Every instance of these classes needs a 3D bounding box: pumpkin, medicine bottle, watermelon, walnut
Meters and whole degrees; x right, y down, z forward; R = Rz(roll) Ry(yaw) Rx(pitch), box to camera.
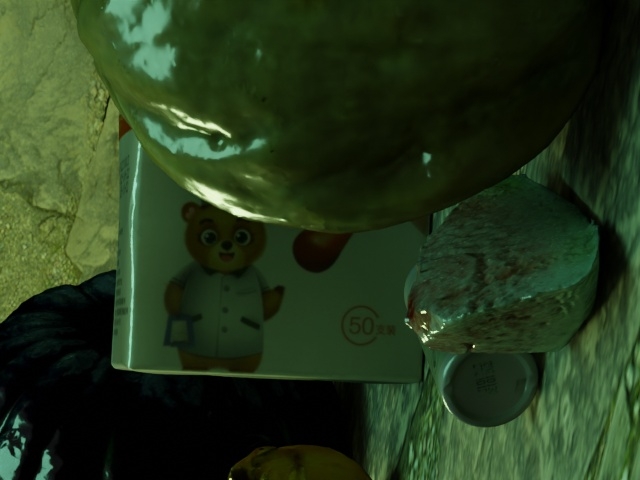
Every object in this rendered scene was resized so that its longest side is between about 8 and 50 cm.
[{"bbox_3d":[-0.158,0.180,1.645,0.363,0.363,0.266,-101,9,-60],"label":"pumpkin"},{"bbox_3d":[0.082,0.043,1.120,0.199,0.058,0.057,-107,23,-66],"label":"medicine bottle"},{"bbox_3d":[0.096,0.015,0.975,0.180,0.094,0.081,-64,-21,-71],"label":"watermelon"},{"bbox_3d":[0.011,-0.125,0.973,0.227,0.283,0.283,75,-168,-60],"label":"walnut"}]

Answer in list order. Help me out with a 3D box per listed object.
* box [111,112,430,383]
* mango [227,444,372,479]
[{"bbox_3d":[-0.035,-0.067,1.399,0.143,0.225,0.341,160,113,-78],"label":"box"},{"bbox_3d":[-0.013,0.276,1.424,0.154,0.126,0.252,-131,38,-62],"label":"mango"}]
